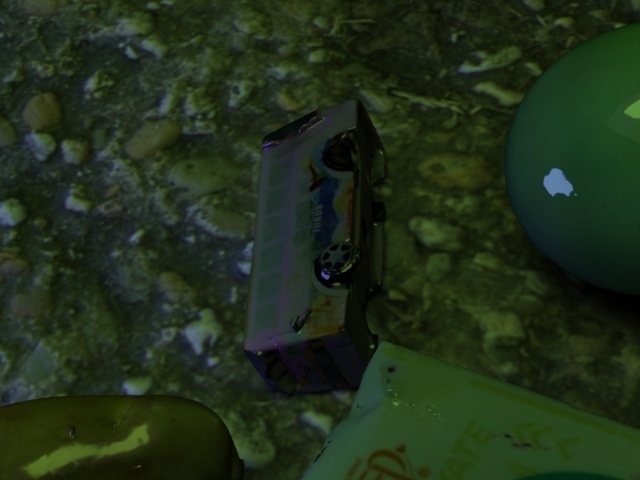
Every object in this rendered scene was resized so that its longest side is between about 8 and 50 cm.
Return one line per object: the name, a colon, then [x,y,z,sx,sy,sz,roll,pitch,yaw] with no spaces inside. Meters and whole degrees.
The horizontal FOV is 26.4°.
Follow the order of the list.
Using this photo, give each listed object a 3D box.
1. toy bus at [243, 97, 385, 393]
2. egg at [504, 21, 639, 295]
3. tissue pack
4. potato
toy bus: [0.000,0.000,1.202,0.112,0.090,0.274,-12,46,18]
egg: [0.281,-0.066,1.083,0.269,0.220,0.220,-8,49,17]
tissue pack: [0.153,0.256,0.891,0.388,0.162,0.287,17,54,28]
potato: [-0.212,0.194,1.043,0.300,0.173,0.140,-10,64,9]
